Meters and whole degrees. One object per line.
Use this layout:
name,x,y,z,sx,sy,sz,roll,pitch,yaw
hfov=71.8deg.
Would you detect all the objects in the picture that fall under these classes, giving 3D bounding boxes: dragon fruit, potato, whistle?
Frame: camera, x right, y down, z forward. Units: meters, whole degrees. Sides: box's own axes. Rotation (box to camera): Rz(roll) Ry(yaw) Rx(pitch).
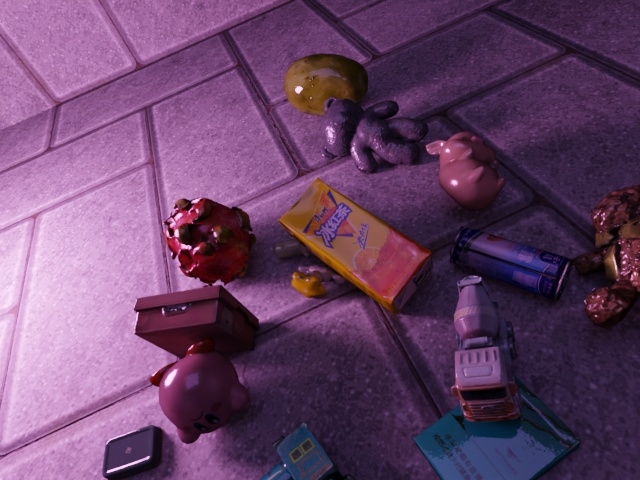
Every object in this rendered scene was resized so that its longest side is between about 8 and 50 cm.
dragon fruit,-0.318,-0.009,1.204,0.307,0.228,0.243,-2,45,22
potato,0.017,-0.555,1.579,0.304,0.216,0.216,4,51,11
whistle,0.000,0.000,1.186,0.257,0.067,0.126,-13,47,13

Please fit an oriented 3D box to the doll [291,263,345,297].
doll,-0.004,0.097,1.112,0.135,0.072,0.113,0,31,12

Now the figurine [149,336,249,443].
figurine,-0.252,0.318,0.930,0.173,0.173,0.173,-11,47,12

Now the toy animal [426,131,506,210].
toy animal,0.382,-0.182,1.147,0.154,0.166,0.250,-48,23,39

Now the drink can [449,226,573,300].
drink can,0.411,0.046,0.970,0.235,0.097,0.097,21,60,35

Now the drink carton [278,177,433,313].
drink carton,0.080,0.007,1.055,0.351,0.111,0.154,36,80,26

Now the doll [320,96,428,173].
doll,0.157,-0.321,1.383,0.340,0.158,0.246,13,86,12

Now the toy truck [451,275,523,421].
toy truck,0.296,0.189,0.818,0.108,0.140,0.257,-14,29,25

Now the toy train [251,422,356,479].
toy train,-0.077,0.480,0.755,0.298,0.120,0.194,-35,41,-14

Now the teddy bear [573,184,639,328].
teddy bear,0.594,0.003,0.852,0.296,0.246,0.223,-14,59,-32

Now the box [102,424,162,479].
box,-0.407,0.457,0.955,0.126,0.031,0.091,-18,47,3

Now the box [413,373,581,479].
box,0.303,0.353,0.773,0.226,0.042,0.161,-32,46,-9

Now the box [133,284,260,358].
box,-0.277,0.195,1.016,0.215,0.215,0.086,-10,59,12
